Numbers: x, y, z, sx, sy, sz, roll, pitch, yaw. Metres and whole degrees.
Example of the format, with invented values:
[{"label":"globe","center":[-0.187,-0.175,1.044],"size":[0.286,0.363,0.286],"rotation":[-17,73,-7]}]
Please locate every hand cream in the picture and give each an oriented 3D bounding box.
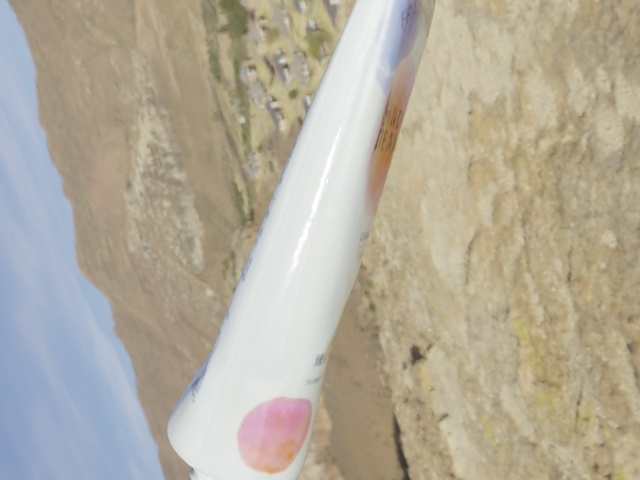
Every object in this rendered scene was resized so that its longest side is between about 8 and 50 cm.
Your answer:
[{"label":"hand cream","center":[0.000,0.000,0.411],"size":[0.340,0.078,0.124],"rotation":[-68,-11,9]}]
